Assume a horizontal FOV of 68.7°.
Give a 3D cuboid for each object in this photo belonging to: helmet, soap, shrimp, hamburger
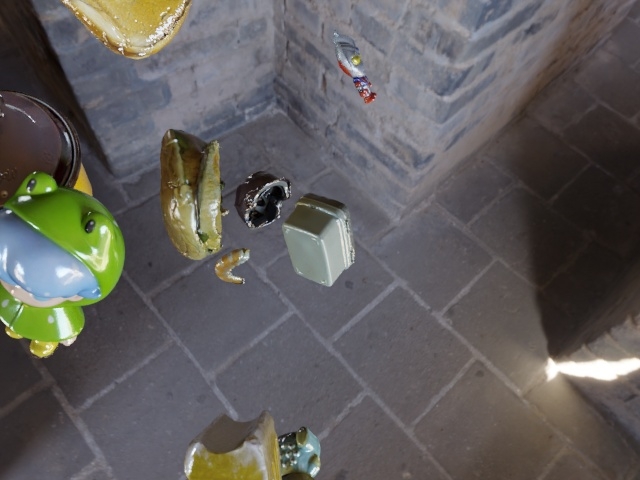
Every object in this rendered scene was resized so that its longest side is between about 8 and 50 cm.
[{"bbox_3d":[-0.268,-0.202,2.055,0.225,0.305,0.177,-16,52,-47],"label":"helmet"},{"bbox_3d":[-0.156,0.498,0.897,0.156,0.335,0.293,-3,77,-3],"label":"soap"},{"bbox_3d":[-0.299,0.103,1.711,0.161,0.166,0.049,-28,45,8],"label":"shrimp"},{"bbox_3d":[-0.510,-0.653,1.238,0.284,0.174,0.304,-44,115,-2],"label":"hamburger"},{"bbox_3d":[-0.278,-0.097,1.006,0.135,0.285,0.265,0,69,-10],"label":"hamburger"}]

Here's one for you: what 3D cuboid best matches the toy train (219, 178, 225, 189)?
[{"bbox_3d":[-0.510,-0.211,2.098,0.132,0.083,0.200,15,88,30],"label":"toy train"}]

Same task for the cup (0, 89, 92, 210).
[{"bbox_3d":[-0.459,-0.099,0.735,0.197,0.280,0.196,3,79,-14],"label":"cup"}]

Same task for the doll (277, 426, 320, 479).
[{"bbox_3d":[-0.077,0.696,1.338,0.177,0.161,0.260,-17,40,10],"label":"doll"}]

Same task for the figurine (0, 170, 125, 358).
[{"bbox_3d":[-0.345,0.040,0.596,0.162,0.263,0.143,38,33,6],"label":"figurine"}]

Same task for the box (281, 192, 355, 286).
[{"bbox_3d":[0.000,0.000,1.149,0.148,0.210,0.129,20,53,27],"label":"box"}]

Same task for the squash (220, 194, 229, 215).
[{"bbox_3d":[-0.418,-0.108,1.682,0.156,0.193,0.193,-5,58,-33],"label":"squash"}]

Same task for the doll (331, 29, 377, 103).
[{"bbox_3d":[0.083,-0.439,1.181,0.194,0.062,0.104,56,50,-23],"label":"doll"}]
